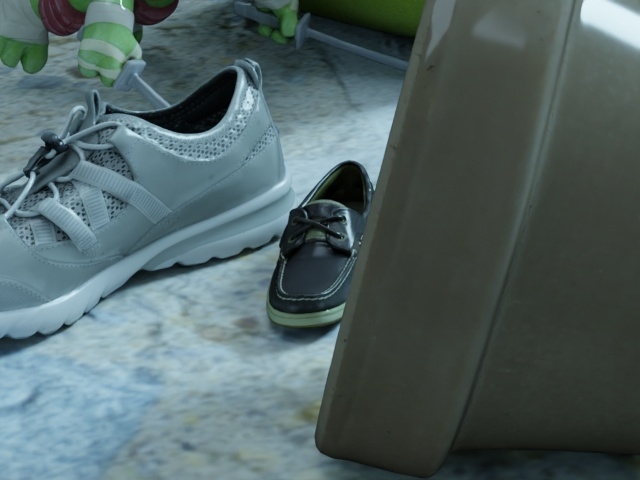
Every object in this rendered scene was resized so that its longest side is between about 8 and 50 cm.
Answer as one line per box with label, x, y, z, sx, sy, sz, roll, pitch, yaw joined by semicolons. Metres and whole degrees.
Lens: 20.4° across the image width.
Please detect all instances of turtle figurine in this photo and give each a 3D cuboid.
turtle figurine;-0.109;-0.148;1.297;0.266;0.275;0.198;-8;37;51

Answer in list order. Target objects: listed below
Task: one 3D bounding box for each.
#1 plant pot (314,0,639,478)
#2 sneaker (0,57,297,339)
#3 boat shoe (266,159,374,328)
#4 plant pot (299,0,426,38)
plant pot;0.137;-0.004;0.784;0.229;0.263;0.263;15;25;1
sneaker;-0.143;-0.029;1.012;0.281;0.115;0.105;-23;29;-35
boat shoe;0.000;0.000;0.997;0.056;0.049;0.152;-1;24;10
plant pot;0.073;-0.311;1.374;0.366;0.367;0.353;-22;40;-33
